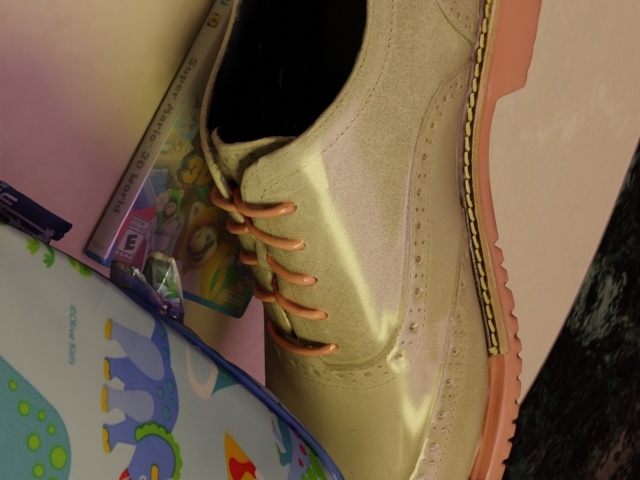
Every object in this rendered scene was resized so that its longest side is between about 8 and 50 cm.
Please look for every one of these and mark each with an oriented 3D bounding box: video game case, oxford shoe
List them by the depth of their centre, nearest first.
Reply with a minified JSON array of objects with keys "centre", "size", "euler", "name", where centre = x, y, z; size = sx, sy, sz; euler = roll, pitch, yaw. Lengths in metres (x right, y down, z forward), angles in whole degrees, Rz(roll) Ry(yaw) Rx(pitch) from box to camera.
[{"centre":[0.000,0.000,0.538],"size":[0.146,0.140,0.397],"euler":[-1,94,-46],"name":"oxford shoe"},{"centre":[-0.038,-0.049,0.599],"size":[0.119,0.015,0.166],"euler":[29,88,-55],"name":"video game case"}]

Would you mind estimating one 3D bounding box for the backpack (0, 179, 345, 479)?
[{"centre":[-0.136,0.123,0.395],"size":[0.355,0.273,0.290],"euler":[68,27,-63],"name":"backpack"}]
